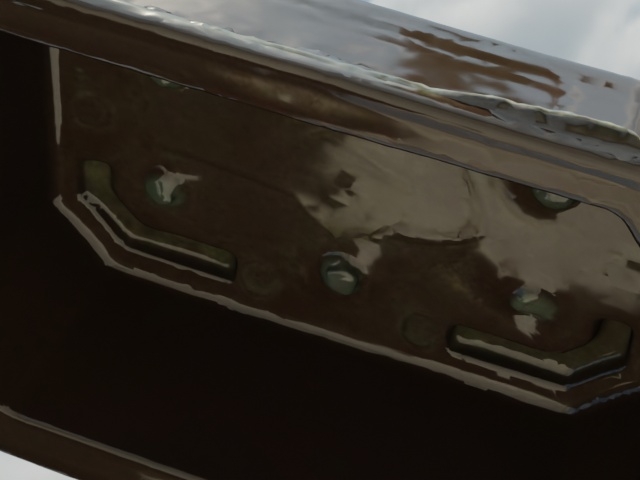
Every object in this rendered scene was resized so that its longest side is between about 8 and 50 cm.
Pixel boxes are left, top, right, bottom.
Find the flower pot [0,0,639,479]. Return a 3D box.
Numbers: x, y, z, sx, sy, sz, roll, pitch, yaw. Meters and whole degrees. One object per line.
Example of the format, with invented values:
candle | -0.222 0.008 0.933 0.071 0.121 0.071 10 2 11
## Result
flower pot | 0.000 0.000 0.539 0.084 0.251 0.179 -60 -18 -46
